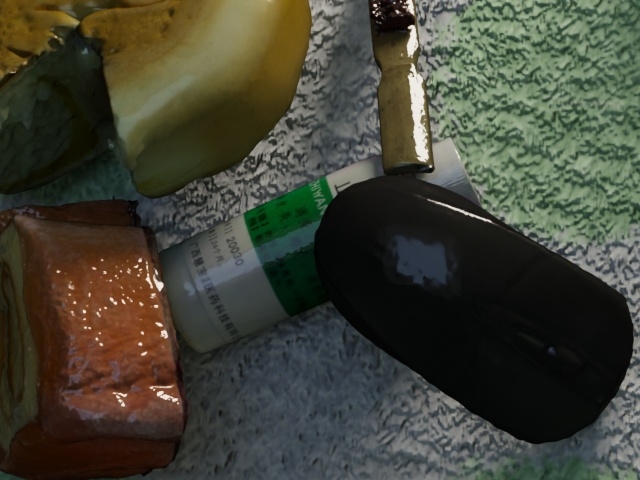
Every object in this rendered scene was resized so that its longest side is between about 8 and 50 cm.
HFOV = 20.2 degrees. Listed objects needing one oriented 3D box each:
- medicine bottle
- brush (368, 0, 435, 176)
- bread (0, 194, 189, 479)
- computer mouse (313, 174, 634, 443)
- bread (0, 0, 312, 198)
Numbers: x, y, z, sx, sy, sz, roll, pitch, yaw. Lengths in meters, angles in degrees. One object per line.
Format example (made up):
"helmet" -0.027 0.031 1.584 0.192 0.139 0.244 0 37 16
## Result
"medicine bottle" 0.000 0.000 1.436 0.260 0.095 0.095 -25 73 3
"brush" 0.060 -0.154 1.448 0.043 0.036 0.248 -11 52 11
"bread" -0.196 0.073 1.413 0.123 0.190 0.244 2 60 -26
"computer mouse" 0.119 0.052 1.355 0.270 0.086 0.137 32 94 -8
"bread" -0.165 -0.155 1.466 0.333 0.160 0.333 -7 56 11
